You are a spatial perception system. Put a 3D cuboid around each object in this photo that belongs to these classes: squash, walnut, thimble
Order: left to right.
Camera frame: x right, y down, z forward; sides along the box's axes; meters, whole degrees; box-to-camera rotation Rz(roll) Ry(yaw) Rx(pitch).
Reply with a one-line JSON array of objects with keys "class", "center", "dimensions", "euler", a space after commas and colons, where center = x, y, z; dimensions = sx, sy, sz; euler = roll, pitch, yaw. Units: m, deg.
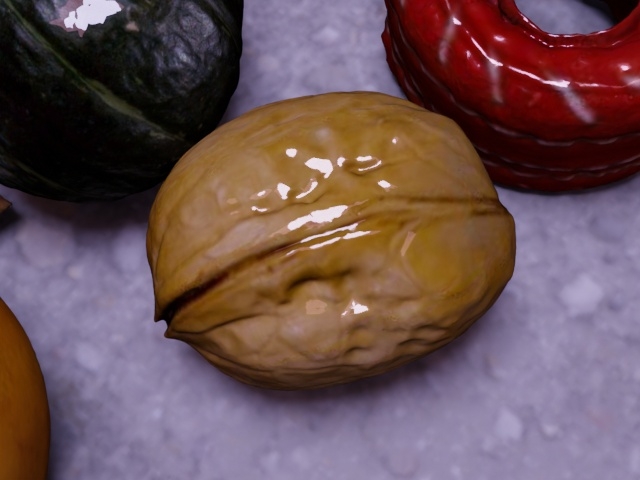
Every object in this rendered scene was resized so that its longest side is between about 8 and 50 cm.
[{"class": "squash", "center": [-0.120, -0.113, 0.491], "dimensions": [0.156, 0.193, 0.193], "euler": [34, 74, -21]}, {"class": "walnut", "center": [0.000, 0.000, 0.459], "dimensions": [0.180, 0.144, 0.144], "euler": [-22, 71, 3]}, {"class": "thimble", "center": [0.119, -0.123, 0.497], "dimensions": [0.163, 0.125, 0.189], "euler": [-44, 74, -7]}]

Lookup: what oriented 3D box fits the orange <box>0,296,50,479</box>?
[{"class": "orange", "center": [-0.249, 0.098, 0.397], "dimensions": [0.261, 0.261, 0.261], "euler": [-1, 71, 4]}]

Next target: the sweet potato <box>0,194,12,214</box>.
[{"class": "sweet potato", "center": [-0.273, -0.025, 0.530], "dimensions": [0.206, 0.068, 0.060], "euler": [-6, 46, 9]}]
